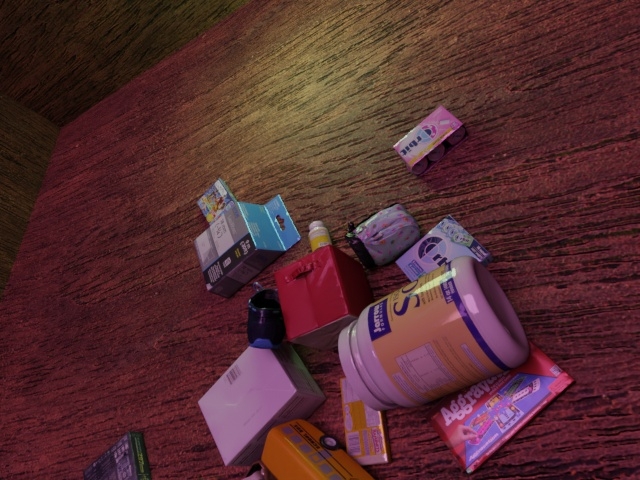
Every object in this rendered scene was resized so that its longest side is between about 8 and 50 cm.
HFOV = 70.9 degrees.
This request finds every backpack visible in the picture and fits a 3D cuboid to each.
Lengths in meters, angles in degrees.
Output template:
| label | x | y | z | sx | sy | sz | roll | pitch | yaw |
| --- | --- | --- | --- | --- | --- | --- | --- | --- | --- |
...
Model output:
| label | x | y | z | sx | sy | sz | roll | pitch | yaw |
| --- | --- | --- | --- | --- | --- | --- | --- | --- | --- |
| backpack | 0.171 | -0.012 | 1.201 | 0.182 | 0.152 | 0.115 | -33 | 56 | 2 |

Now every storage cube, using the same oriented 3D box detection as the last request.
| label | x | y | z | sx | sy | sz | roll | pitch | yaw |
| --- | --- | --- | --- | --- | --- | --- | --- | --- | --- |
| storage cube | 0.017 | 0.155 | 1.167 | 0.184 | 0.215 | 0.193 | -28 | 59 | 21 |

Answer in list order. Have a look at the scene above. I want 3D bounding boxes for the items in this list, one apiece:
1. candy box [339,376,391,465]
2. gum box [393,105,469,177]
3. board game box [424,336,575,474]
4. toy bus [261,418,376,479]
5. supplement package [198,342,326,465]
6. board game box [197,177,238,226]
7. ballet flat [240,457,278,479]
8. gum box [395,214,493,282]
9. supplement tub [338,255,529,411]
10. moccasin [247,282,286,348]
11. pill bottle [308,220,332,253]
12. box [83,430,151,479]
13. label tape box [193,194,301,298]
| label | x | y | z | sx | sy | sz | roll | pitch | yaw |
| --- | --- | --- | --- | --- | --- | --- | --- | --- | --- |
| candy box | 0.105 | 0.425 | 1.078 | 0.105 | 0.027 | 0.205 | -21 | 56 | 26 |
| gum box | 0.309 | -0.279 | 1.282 | 0.188 | 0.062 | 0.107 | -40 | 49 | 12 |
| board game box | 0.365 | 0.333 | 0.939 | 0.281 | 0.027 | 0.145 | -46 | 47 | 7 |
| toy bus | 0.023 | 0.538 | 0.990 | 0.333 | 0.130 | 0.108 | 27 | 105 | 42 |
| supplement package | -0.157 | 0.423 | 1.191 | 0.262 | 0.145 | 0.204 | -47 | 49 | 5 |
| board game box | -0.392 | -0.137 | 1.736 | 0.136 | 0.035 | 0.201 | -45 | 49 | 8 |
| ballet flat | -0.207 | 0.673 | 1.108 | 0.342 | 0.124 | 0.116 | -53 | 48 | 1 |
| gum box | 0.304 | 0.050 | 1.124 | 0.184 | 0.041 | 0.157 | -42 | 49 | 9 |
| supplement tub | 0.229 | 0.205 | 0.952 | 0.331 | 0.241 | 0.240 | -33 | 51 | 25 |
| moccasin | -0.130 | 0.184 | 1.223 | 0.342 | 0.138 | 0.116 | -139 | 51 | -77 |
| pill bottle | 0.000 | 0.000 | 1.357 | 0.065 | 0.065 | 0.116 | -29 | 52 | 21 |
| box | -0.649 | 0.756 | 1.430 | 0.233 | 0.059 | 0.183 | -43 | 49 | 9 |
| label tape box | -0.257 | -0.002 | 1.519 | 0.334 | 0.106 | 0.240 | -39 | 50 | 13 |
